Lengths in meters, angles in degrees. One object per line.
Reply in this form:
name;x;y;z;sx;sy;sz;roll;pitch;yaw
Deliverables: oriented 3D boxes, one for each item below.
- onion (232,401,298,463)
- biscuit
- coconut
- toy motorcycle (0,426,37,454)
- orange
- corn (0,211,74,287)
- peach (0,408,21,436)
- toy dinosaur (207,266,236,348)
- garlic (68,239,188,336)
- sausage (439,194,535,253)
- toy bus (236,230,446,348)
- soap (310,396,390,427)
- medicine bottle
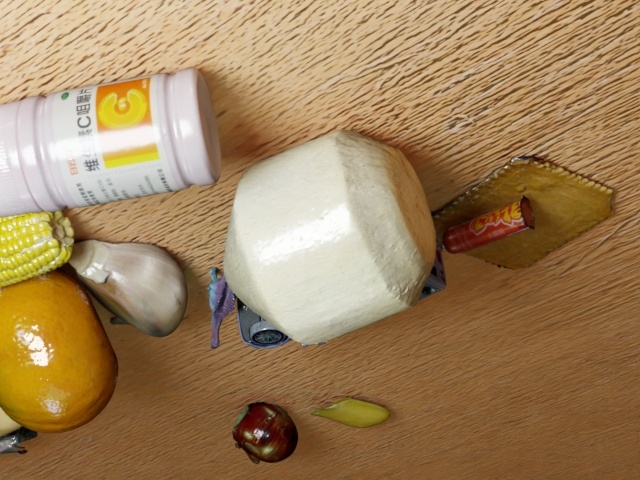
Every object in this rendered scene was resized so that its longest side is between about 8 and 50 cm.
onion;-0.095;0.352;2.100;0.118;0.119;0.117;-18;166;17
biscuit;0.280;-0.033;1.630;0.236;0.013;0.232;17;142;-36
coconut;0.000;0.000;1.412;0.265;0.237;0.237;-24;146;16
toy motorcycle;-0.593;0.326;1.955;0.204;0.108;0.239;-4;150;-5
orange;-0.373;0.147;1.569;0.171;0.240;0.240;-25;151;-9
corn;-0.429;0.021;1.487;0.244;0.093;0.093;-18;148;17
peach;-0.500;0.205;1.707;0.184;0.184;0.184;-5;150;-3
toy dinosaur;-0.135;0.070;1.645;0.045;0.080;0.197;6;123;-14
garlic;-0.254;0.085;1.643;0.128;0.148;0.267;-38;152;-21
sausage;0.220;-0.016;1.591;0.145;0.050;0.048;-22;165;31
toy bus;0.023;0.060;1.621;0.292;0.126;0.133;-26;143;28
soap;0.057;0.316;2.152;0.089;0.033;0.168;-31;142;31
medicine bottle;-0.242;-0.105;1.276;0.249;0.133;0.133;-9;150;5
